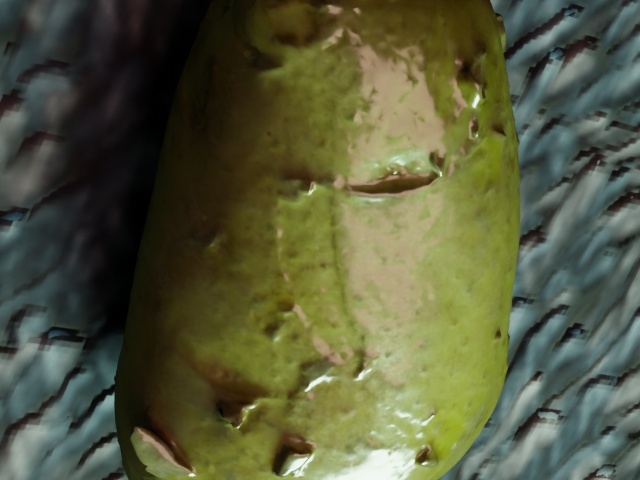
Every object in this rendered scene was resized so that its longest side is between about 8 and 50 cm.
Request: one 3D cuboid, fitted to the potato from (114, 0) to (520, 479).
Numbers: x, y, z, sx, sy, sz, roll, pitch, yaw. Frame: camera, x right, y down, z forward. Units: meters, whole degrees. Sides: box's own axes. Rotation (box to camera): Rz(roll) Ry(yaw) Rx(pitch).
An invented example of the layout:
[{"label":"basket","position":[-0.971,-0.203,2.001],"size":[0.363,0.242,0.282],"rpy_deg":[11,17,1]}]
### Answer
[{"label":"potato","position":[0.000,0.000,0.480],"size":[0.105,0.085,0.188],"rpy_deg":[1,116,-10]}]
